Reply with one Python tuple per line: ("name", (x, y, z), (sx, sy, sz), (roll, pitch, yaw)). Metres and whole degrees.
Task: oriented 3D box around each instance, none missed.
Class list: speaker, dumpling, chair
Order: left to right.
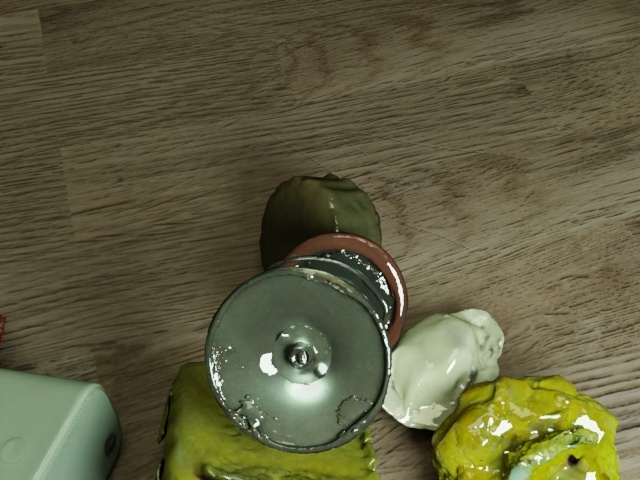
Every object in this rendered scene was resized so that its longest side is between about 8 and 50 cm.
("speaker", (-0.441, 0.369, 1.127), (0.184, 0.183, 0.406), (11, 50, 14))
("chair", (0.004, 0.113, 1.169), (0.226, 0.226, 0.401), (11, 9, 8))
("dumpling", (0.192, 0.194, 1.321), (0.250, 0.132, 0.162), (-35, 55, -27))

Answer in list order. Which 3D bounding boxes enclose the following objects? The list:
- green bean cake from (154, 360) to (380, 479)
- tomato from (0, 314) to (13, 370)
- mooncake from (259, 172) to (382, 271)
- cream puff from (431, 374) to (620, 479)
("green bean cake", (-0.075, 0.319, 1.174), (0.310, 0.202, 0.285), (11, 23, -8))
("tomato", (-0.640, 0.179, 1.291), (0.309, 0.170, 0.309), (17, 16, -5))
("mooncake", (0.000, 0.000, 1.428), (0.124, 0.228, 0.228), (-3, 45, -37))
("cream puff", (0.284, 0.308, 1.149), (0.282, 0.185, 0.282), (1, 75, -3))
